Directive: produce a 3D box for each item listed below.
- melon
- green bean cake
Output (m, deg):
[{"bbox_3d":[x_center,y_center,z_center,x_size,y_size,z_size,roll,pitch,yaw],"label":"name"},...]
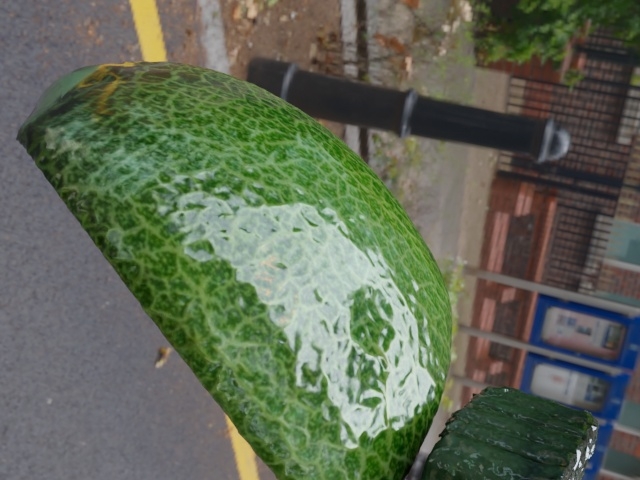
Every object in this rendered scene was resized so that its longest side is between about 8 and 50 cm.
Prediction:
[{"bbox_3d":[-0.068,0.010,0.650,0.343,0.226,0.331,50,44,-27],"label":"melon"},{"bbox_3d":[0.124,0.220,0.633,0.208,0.107,0.193,-9,117,-66],"label":"green bean cake"}]
